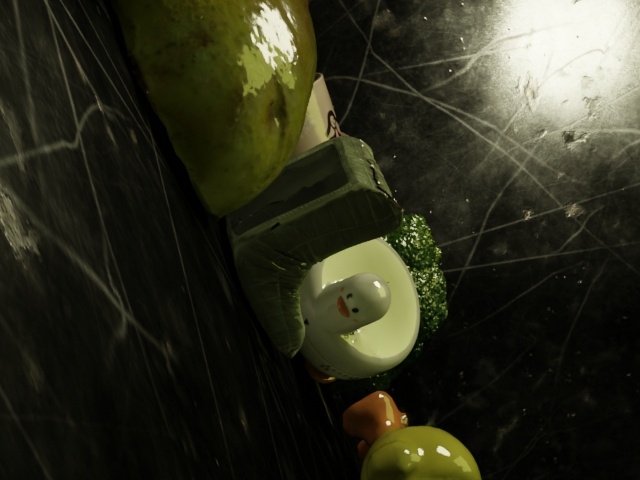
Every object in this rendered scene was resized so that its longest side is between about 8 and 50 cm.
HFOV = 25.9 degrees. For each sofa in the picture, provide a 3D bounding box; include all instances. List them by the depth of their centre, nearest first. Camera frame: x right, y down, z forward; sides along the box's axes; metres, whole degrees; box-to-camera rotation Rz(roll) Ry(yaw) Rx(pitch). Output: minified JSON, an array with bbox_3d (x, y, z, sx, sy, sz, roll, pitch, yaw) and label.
[{"bbox_3d":[0.000,0.000,1.792,0.176,0.225,0.210,63,2,-26],"label":"sofa"}]

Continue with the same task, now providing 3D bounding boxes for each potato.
[{"bbox_3d":[-0.090,-0.191,1.633,0.330,0.213,0.280,63,5,-50],"label":"potato"}]

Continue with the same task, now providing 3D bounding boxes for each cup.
[{"bbox_3d":[-0.046,-0.134,2.090,0.200,0.192,0.253,70,24,-15],"label":"cup"}]

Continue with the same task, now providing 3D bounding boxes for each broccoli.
[{"bbox_3d":[0.077,0.102,2.378,0.283,0.321,0.303,22,-48,49],"label":"broccoli"}]

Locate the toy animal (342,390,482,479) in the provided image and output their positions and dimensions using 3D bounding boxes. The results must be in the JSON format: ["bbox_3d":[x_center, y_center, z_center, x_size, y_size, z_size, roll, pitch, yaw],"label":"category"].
[{"bbox_3d":[0.166,0.408,2.184,0.216,0.191,0.338,73,-3,-47],"label":"toy animal"}]

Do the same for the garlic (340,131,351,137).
[{"bbox_3d":[-0.018,-0.111,2.335,0.340,0.232,0.245,-141,-148,-83],"label":"garlic"}]

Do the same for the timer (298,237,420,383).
[{"bbox_3d":[0.058,0.091,2.103,0.234,0.240,0.233,18,61,-36],"label":"timer"}]
